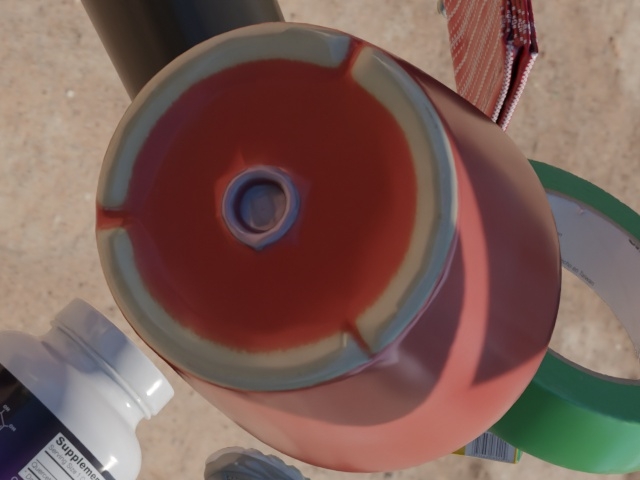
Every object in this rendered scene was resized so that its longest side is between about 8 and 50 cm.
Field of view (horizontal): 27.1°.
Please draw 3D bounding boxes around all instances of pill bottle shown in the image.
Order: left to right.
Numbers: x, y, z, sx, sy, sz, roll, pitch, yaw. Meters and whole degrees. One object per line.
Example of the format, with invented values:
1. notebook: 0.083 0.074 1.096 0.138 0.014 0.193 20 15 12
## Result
1. pill bottle: -0.281 0.204 1.130 0.323 0.181 0.181 -46 136 -16

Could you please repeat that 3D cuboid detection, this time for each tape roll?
1. tape roll: 0.219 0.059 1.215 0.321 0.321 0.077 -20 150 -45

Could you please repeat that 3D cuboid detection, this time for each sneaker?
1. sneaker: -0.034 0.350 1.489 0.281 0.105 0.115 47 46 0

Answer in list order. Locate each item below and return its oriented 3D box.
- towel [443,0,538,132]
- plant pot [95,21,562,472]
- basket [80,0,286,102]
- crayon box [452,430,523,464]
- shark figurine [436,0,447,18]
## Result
1. towel: 0.135 -0.211 1.145 0.199 0.031 0.275 103 -13 -60
2. plant pot: 0.000 0.000 0.788 0.243 0.275 0.275 34 76 -73
3. basket: -0.103 -0.174 1.038 0.154 0.204 0.227 -23 83 -9
4. crayon box: 0.097 0.143 1.494 0.081 0.278 0.165 -27 124 -74
5. shark figurine: 0.210 -0.402 1.744 0.166 0.116 0.278 20 59 -50
